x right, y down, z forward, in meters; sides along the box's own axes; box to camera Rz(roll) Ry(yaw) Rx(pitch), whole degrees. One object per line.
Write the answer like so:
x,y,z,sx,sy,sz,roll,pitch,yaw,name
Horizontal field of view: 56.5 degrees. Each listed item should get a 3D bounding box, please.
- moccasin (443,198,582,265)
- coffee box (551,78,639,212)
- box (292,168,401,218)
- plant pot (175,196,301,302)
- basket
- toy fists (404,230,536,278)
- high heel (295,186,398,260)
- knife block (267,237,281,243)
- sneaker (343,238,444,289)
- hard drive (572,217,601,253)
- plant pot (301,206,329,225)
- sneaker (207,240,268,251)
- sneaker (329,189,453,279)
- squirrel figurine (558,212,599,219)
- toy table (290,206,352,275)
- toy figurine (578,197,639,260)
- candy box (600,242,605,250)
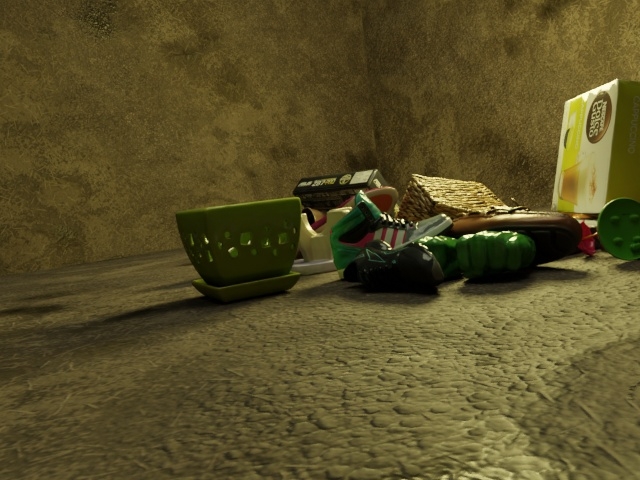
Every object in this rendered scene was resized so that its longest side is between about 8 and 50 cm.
0.424,-0.022,1.351,0.147,0.139,0.380,-51,15,-20,moccasin
0.875,-0.228,1.619,0.338,0.337,0.334,5,4,0,coffee box
0.127,-0.126,2.345,0.395,0.318,0.097,-3,47,43,box
-0.178,0.019,1.340,0.228,0.207,0.227,-8,5,-29,plant pot
0.406,-0.053,1.869,0.299,0.223,0.213,4,33,-27,basket
0.292,0.033,1.223,0.279,0.096,0.142,-4,-8,42,toy fists
0.064,-0.061,1.861,0.377,0.127,0.181,-30,14,-1,high heel
-0.067,0.012,2.088,0.276,0.088,0.242,-4,4,32,knife block
0.141,0.065,1.190,0.106,0.101,0.267,-32,15,-21,sneaker
0.618,-0.012,1.535,0.339,0.064,0.237,-10,5,-28,hard drive
0.019,-0.040,2.274,0.165,0.166,0.167,1,0,-26,plant pot
-0.234,0.042,1.736,0.152,0.114,0.305,-5,4,29,sneaker
0.148,-0.044,1.401,0.296,0.178,0.124,-24,2,-2,sneaker
0.908,-0.233,1.982,0.281,0.370,0.397,-6,4,7,squirrel figurine
0.000,0.000,1.660,0.252,0.160,0.274,-3,6,39,toy table
0.632,-0.017,1.290,0.173,0.130,0.159,-6,-5,-10,toy figurine
0.757,-0.011,1.381,0.187,0.053,0.109,-10,7,-28,candy box
